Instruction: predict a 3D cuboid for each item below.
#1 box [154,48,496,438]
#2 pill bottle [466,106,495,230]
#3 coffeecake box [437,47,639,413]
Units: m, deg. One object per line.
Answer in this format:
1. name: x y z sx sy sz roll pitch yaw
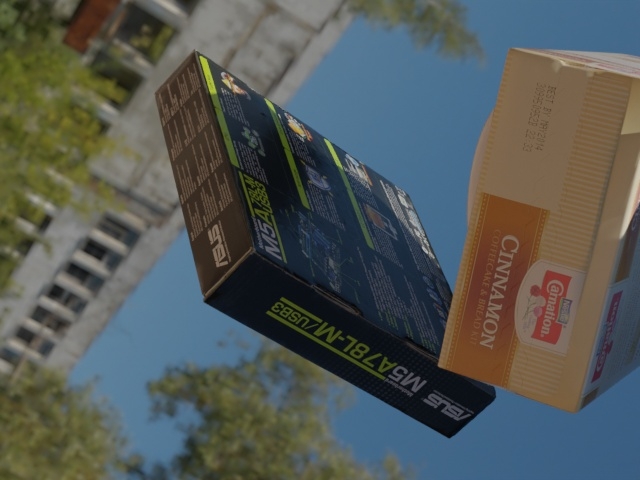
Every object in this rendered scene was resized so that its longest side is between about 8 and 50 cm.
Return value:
1. box: 0.000 0.000 0.787 0.045 0.184 0.191 -46 -144 21
2. pill bottle: 0.306 -0.026 1.179 0.334 0.188 0.188 4 -122 27
3. coffeecake box: 0.131 -0.013 0.664 0.185 0.068 0.142 -13 117 -63
